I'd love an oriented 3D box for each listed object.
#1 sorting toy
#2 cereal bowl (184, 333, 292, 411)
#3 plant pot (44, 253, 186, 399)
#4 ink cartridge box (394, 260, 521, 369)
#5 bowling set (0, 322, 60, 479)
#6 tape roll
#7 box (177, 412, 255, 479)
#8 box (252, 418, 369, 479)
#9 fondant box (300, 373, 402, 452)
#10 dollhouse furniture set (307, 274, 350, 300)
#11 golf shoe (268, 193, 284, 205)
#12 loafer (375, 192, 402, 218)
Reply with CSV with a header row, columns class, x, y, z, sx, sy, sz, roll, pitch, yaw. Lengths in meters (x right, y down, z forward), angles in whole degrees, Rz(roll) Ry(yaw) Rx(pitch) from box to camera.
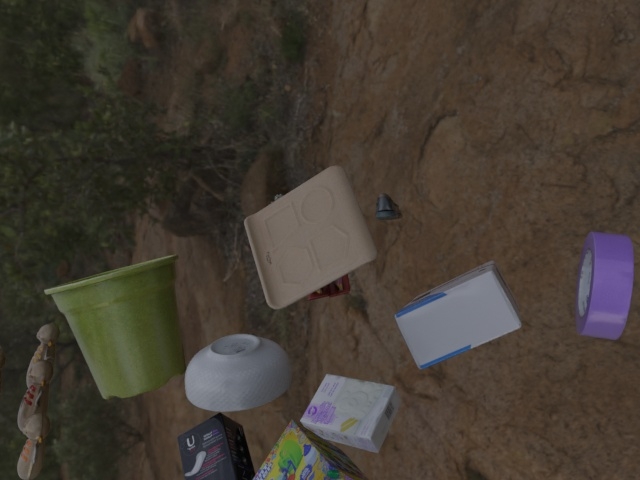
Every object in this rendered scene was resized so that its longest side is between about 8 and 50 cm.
class,x,y,z,sx,sy,sz,roll,pitch,yaw
sorting toy,-0.020,-0.005,0.974,0.208,0.038,0.193,-28,63,16
cereal bowl,-0.261,0.389,1.777,0.339,0.339,0.141,16,114,55
plant pot,-0.405,0.186,1.202,0.276,0.276,0.254,-10,96,55
ink cartridge box,0.401,0.198,1.611,0.285,0.395,0.166,-28,83,17
bowling set,-0.570,0.270,0.991,0.287,0.199,0.154,51,126,53
tape roll,0.738,0.117,1.480,0.090,0.275,0.275,7,93,16
box,-0.299,0.683,1.672,0.165,0.143,0.270,-30,49,6
box,-0.042,0.632,1.329,0.290,0.177,0.279,-56,18,-9
fondant box,0.118,0.662,2.193,0.330,0.238,0.096,-1,130,38
dollhouse furniture set,0.000,0.000,1.987,0.201,0.152,0.374,80,-179,-53
golf shoe,-0.099,-0.097,1.792,0.069,0.086,0.176,-49,23,-1
loafer,0.237,-0.115,1.975,0.267,0.096,0.084,-2,-92,-81
